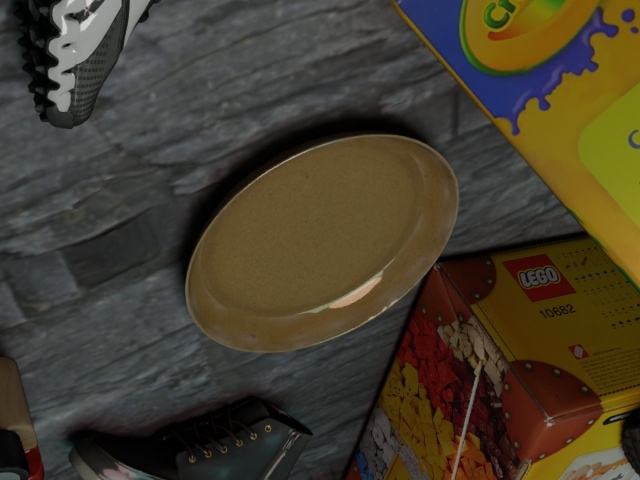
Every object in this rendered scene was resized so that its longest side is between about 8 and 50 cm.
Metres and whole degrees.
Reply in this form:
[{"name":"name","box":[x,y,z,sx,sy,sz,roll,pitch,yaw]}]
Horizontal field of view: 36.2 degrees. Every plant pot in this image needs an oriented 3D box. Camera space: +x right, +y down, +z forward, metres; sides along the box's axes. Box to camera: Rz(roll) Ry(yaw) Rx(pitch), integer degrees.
[{"name":"plant pot","box":[0.000,0.000,0.783,0.236,0.032,0.236,-18,141,-15]}]

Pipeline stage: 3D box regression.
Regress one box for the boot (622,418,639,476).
[{"name":"boot","box":[0.419,0.180,0.893,0.223,0.118,0.338,-49,130,-5]}]

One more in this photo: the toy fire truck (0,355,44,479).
[{"name":"toy fire truck","box":[-0.314,0.204,0.726,0.217,0.159,0.246,-15,151,-19]}]

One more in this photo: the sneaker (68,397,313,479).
[{"name":"sneaker","box":[-0.115,0.186,0.894,0.222,0.083,0.118,26,97,-40]}]

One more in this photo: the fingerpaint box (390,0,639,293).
[{"name":"fingerpaint box","box":[0.327,-0.148,0.560,0.445,0.371,0.163,-41,-178,13]}]

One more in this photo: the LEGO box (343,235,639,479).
[{"name":"LEGO box","box":[0.321,0.177,1.058,0.500,0.193,0.373,-9,137,-26]}]

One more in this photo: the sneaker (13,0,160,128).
[{"name":"sneaker","box":[-0.097,-0.155,0.509,0.106,0.078,0.234,-3,133,-27]}]
